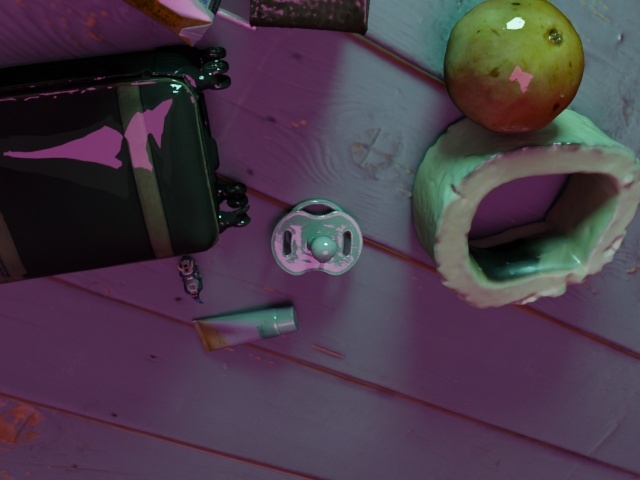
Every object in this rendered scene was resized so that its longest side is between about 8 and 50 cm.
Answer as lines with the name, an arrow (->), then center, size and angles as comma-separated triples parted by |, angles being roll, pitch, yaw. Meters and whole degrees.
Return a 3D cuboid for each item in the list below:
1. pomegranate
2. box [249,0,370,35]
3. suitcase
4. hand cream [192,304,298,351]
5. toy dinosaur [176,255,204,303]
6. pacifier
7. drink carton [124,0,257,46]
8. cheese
pomegranate -> 0.257, -0.235, 0.969 | 0.191, 0.191, 0.191 | -5, 123, -8
box -> -0.003, -0.391, 0.810 | 0.143, 0.184, 0.273 | 4, 120, -2
suitcase -> -0.321, -0.094, 0.944 | 0.433, 0.194, 0.283 | -8, 123, -5
hand cream -> -0.126, 0.151, 1.227 | 0.174, 0.047, 0.076 | -11, 125, 6
toy dinosaur -> -0.209, 0.064, 1.149 | 0.030, 0.047, 0.083 | -15, 122, -3
pacifier -> 0.000, 0.000, 1.114 | 0.150, 0.116, 0.127 | 8, 94, -11
drink carton -> -0.179, -0.306, 0.900 | 0.200, 0.084, 0.074 | 29, 144, -25
cheese -> 0.320, -0.053, 1.119 | 0.332, 0.153, 0.292 | -10, 123, -3
